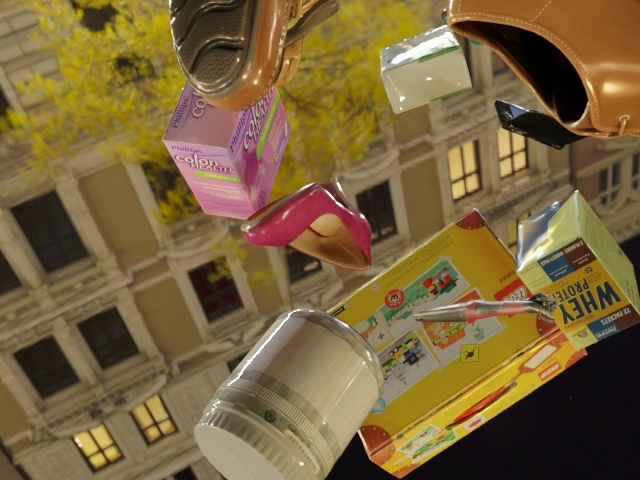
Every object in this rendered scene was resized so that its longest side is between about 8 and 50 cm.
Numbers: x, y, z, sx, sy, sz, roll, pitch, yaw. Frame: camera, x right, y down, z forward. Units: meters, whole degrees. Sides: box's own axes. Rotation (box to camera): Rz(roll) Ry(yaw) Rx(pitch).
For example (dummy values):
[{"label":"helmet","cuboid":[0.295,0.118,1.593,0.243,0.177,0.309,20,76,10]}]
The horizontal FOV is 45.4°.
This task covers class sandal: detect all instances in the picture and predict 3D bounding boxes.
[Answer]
[{"label":"sandal","cuboid":[-0.048,-0.259,1.078,0.219,0.060,0.090,-43,-169,-11]}]

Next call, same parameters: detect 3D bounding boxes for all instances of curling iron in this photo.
[{"label":"curling iron","cuboid":[0.241,0.112,1.159,0.274,0.068,0.035,-14,-121,50]}]

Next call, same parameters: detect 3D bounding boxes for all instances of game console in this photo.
[{"label":"game console","cuboid":[0.358,-0.199,1.242,0.122,0.071,0.107,17,-137,-20]}]

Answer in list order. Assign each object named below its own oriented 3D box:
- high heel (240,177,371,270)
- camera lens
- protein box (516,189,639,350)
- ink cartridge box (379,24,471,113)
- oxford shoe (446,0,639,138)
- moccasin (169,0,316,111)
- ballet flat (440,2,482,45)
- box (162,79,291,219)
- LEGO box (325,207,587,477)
[{"label":"high heel","cuboid":[0.000,0.000,1.278,0.127,0.181,0.377,-27,-179,27]},{"label":"camera lens","cuboid":[-0.042,0.263,1.243,0.219,0.219,0.274,15,-132,32]},{"label":"protein box","cuboid":[0.484,0.053,1.443,0.136,0.201,0.200,-33,-165,29]},{"label":"ink cartridge box","cuboid":[0.197,-0.332,1.470,0.153,0.086,0.208,-17,-156,12]},{"label":"oxford shoe","cuboid":[0.147,-0.073,0.353,0.076,0.212,0.076,-66,-167,-8]},{"label":"moccasin","cuboid":[-0.073,-0.278,0.817,0.139,0.147,0.380,-28,-134,23]},{"label":"ballet flat","cuboid":[0.260,-0.403,1.352,0.074,0.074,0.203,9,-178,27]},{"label":"box","cuboid":[-0.155,-0.188,1.358,0.117,0.243,0.213,9,-116,15]},{"label":"LEGO box","cuboid":[0.269,0.228,1.733,0.500,0.193,0.372,-35,-129,7]}]
